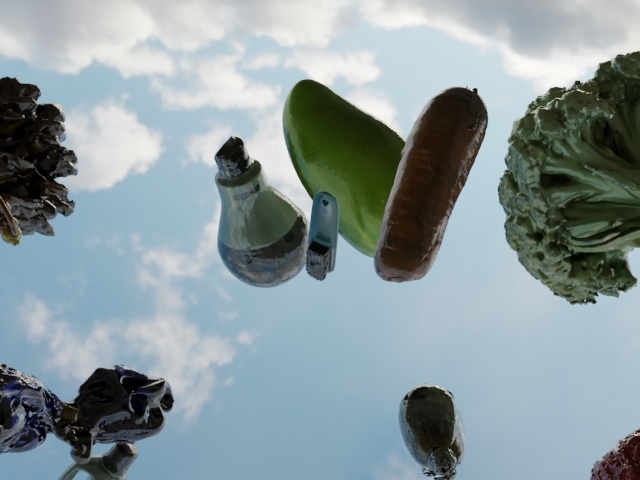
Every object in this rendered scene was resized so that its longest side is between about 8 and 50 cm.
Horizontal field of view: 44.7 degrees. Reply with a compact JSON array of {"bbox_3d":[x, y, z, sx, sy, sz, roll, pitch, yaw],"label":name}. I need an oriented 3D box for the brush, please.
[{"bbox_3d":[0.000,0.000,1.041,0.043,0.193,0.032,23,-119,11],"label":"brush"}]

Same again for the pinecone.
[{"bbox_3d":[-0.488,-0.123,1.175,0.244,0.243,0.257,-12,-90,-25],"label":"pinecone"}]

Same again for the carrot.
[{"bbox_3d":[0.086,-0.046,0.627,0.060,0.060,0.186,21,-112,10],"label":"carrot"}]

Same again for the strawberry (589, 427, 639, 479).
[{"bbox_3d":[0.399,0.306,0.997,0.140,0.192,0.085,-18,-131,-33],"label":"strawberry"}]

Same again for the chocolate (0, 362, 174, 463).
[{"bbox_3d":[-0.322,0.227,1.018,0.343,0.126,0.148,16,-148,-54],"label":"chocolate"}]

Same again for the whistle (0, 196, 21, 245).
[{"bbox_3d":[-0.409,-0.047,0.990,0.109,0.057,0.046,56,-149,3],"label":"whistle"}]

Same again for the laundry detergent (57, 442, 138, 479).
[{"bbox_3d":[-0.349,0.382,1.143,0.099,0.225,0.070,39,-170,-8],"label":"laundry detergent"}]

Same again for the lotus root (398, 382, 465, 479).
[{"bbox_3d":[0.143,0.246,0.989,0.088,0.088,0.165,7,-152,-6],"label":"lotus root"}]

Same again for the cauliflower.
[{"bbox_3d":[0.337,-0.069,0.842,0.327,0.281,0.260,9,-108,-55],"label":"cauliflower"}]

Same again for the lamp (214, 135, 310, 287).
[{"bbox_3d":[-0.135,-0.037,1.437,0.182,0.314,0.181,-18,-131,21],"label":"lamp"}]

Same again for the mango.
[{"bbox_3d":[0.057,-0.126,1.302,0.343,0.192,0.156,52,-154,4],"label":"mango"}]
